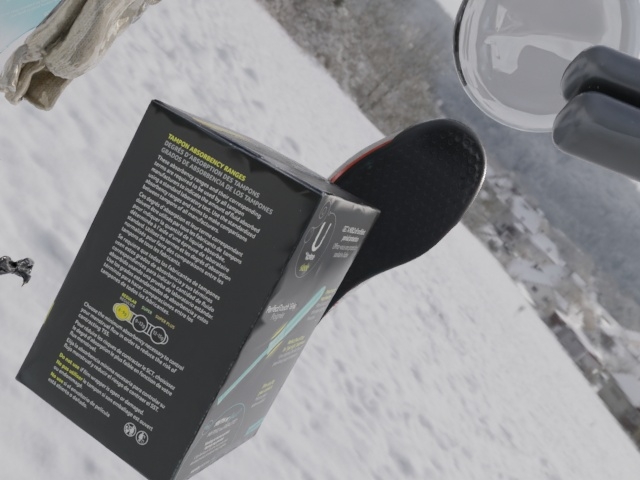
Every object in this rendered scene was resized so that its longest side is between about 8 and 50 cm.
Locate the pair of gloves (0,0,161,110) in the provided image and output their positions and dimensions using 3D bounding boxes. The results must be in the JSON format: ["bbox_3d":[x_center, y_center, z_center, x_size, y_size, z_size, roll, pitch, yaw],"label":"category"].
[{"bbox_3d":[-0.138,-0.167,0.511,0.042,0.204,0.240,43,-4,-19],"label":"pair of gloves"}]

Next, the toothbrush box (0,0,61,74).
[{"bbox_3d":[-0.412,-0.365,0.939,0.126,0.216,0.295,49,-24,25],"label":"toothbrush box"}]

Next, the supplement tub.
[{"bbox_3d":[0.260,-0.234,0.881,0.193,0.193,0.316,45,18,0],"label":"supplement tub"}]

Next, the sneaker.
[{"bbox_3d":[-0.001,0.000,0.576,0.090,0.270,0.145,44,2,-18],"label":"sneaker"}]

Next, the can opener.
[{"bbox_3d":[0.281,-0.050,0.433,0.280,0.074,0.093,19,-27,1],"label":"can opener"}]

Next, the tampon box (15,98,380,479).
[{"bbox_3d":[-0.059,0.025,0.396,0.101,0.161,0.120,30,7,15],"label":"tampon box"}]

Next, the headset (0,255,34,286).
[{"bbox_3d":[-0.762,0.110,1.406,0.185,0.394,0.243,11,59,-80],"label":"headset"}]
